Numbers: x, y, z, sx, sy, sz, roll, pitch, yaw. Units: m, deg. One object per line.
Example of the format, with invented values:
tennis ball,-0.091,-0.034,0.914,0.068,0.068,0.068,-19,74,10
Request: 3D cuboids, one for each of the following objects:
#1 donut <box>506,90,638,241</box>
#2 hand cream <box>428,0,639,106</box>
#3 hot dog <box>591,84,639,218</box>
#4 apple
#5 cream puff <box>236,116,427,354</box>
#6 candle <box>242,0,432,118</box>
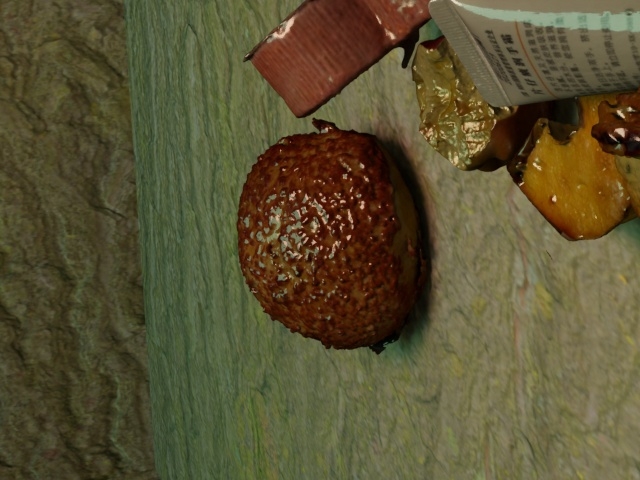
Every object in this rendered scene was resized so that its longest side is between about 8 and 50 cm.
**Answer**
donut,0.274,-0.087,1.146,0.259,0.101,0.152,111,142,-52
hand cream,0.247,-0.160,0.991,0.139,0.314,0.089,52,-133,-42
hot dog,0.324,-0.031,0.971,0.175,0.114,0.259,19,155,50
apple,0.178,-0.153,1.317,0.156,0.147,0.158,-13,97,37
cream puff,-0.002,-0.003,1.743,0.350,0.229,0.350,172,90,-67
candle,0.080,-0.267,1.390,0.131,0.317,0.287,51,-159,-7
